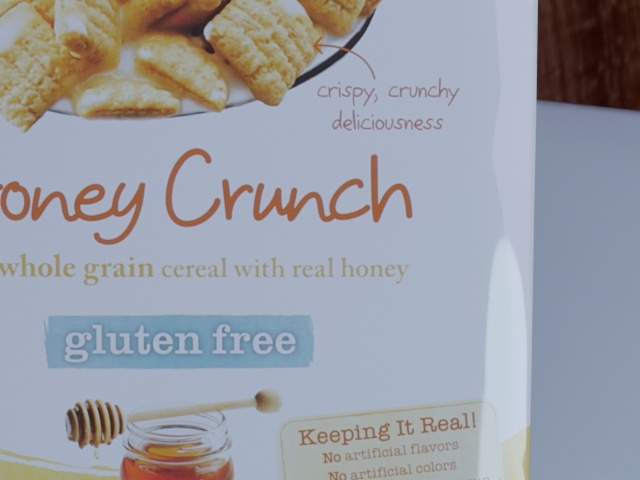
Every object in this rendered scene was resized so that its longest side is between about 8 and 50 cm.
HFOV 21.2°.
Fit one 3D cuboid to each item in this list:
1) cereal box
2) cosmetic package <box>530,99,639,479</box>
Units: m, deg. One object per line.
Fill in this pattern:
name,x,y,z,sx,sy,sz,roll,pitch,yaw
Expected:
cereal box,-0.034,-0.035,0.421,0.047,0.173,0.240,-95,-175,-83
cosmetic package,0.172,0.056,0.587,0.224,0.224,0.138,35,65,-67
